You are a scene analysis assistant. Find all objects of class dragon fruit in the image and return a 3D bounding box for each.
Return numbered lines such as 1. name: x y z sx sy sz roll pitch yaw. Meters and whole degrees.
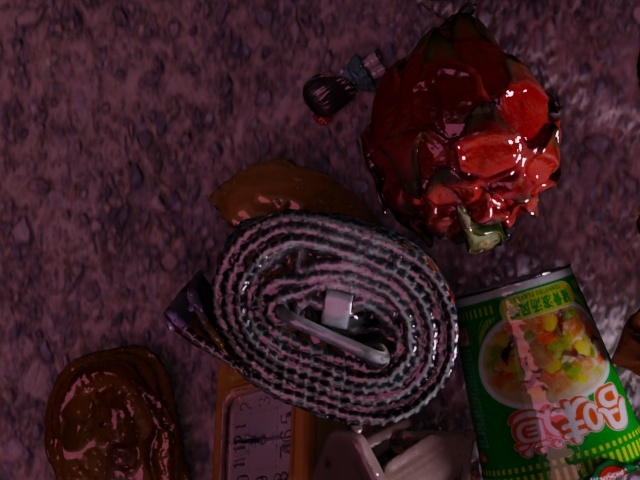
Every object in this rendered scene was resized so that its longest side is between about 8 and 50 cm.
1. dragon fruit: 0.146 -0.132 1.471 0.234 0.234 0.293 -20 63 14

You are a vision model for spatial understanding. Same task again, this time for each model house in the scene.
1. model house: 0.082 0.289 1.452 0.122 0.188 0.229 42 132 36

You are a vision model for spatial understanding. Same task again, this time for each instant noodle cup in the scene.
1. instant noodle cup: 0.248 0.154 1.487 0.207 0.207 0.232 -16 87 14

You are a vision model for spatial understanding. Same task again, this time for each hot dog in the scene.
1. hot dog: -0.243 0.265 1.642 0.175 0.114 0.259 -12 95 15

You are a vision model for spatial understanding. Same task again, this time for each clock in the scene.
1. clock: -0.049 0.222 1.548 0.143 0.096 0.202 -16 60 30

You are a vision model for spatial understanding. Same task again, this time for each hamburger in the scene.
1. hamburger: 0.000 0.000 1.544 0.262 0.124 0.131 44 104 2

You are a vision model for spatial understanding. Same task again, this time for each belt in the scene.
1. belt: 0.007 0.071 1.407 0.295 0.160 0.206 28 99 0

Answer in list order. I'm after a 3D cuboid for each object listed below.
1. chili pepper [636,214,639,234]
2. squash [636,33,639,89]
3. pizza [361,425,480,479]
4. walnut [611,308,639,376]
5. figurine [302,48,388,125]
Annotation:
1. chili pepper: 0.451 -0.022 1.463 0.192 0.084 0.086 -21 98 19
2. squash: 0.452 -0.197 1.421 0.220 0.133 0.220 0 93 10
3. pizza: 0.087 0.320 1.592 0.323 0.089 0.223 27 105 8
4. walnut: 0.409 0.094 1.459 0.207 0.116 0.115 -20 94 -10
5. figurine: 0.030 -0.180 1.554 0.106 0.047 0.060 -29 127 8
